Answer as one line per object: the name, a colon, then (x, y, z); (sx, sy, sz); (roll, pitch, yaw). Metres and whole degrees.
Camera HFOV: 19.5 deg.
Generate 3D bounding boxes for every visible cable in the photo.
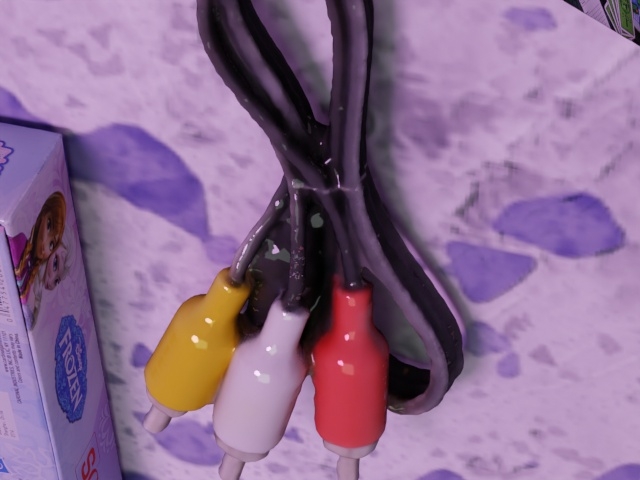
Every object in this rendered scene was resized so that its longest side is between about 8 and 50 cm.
cable: (0.000, 0.000, 0.769); (0.139, 0.072, 0.287); (13, 136, 5)

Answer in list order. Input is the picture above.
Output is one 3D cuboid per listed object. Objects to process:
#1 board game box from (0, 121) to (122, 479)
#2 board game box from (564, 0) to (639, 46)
board game box: (-0.266, 0.053, 0.946); (0.318, 0.066, 0.318); (12, 136, 13)
board game box: (0.072, -0.172, 0.540); (0.136, 0.030, 0.259); (46, 161, 49)
